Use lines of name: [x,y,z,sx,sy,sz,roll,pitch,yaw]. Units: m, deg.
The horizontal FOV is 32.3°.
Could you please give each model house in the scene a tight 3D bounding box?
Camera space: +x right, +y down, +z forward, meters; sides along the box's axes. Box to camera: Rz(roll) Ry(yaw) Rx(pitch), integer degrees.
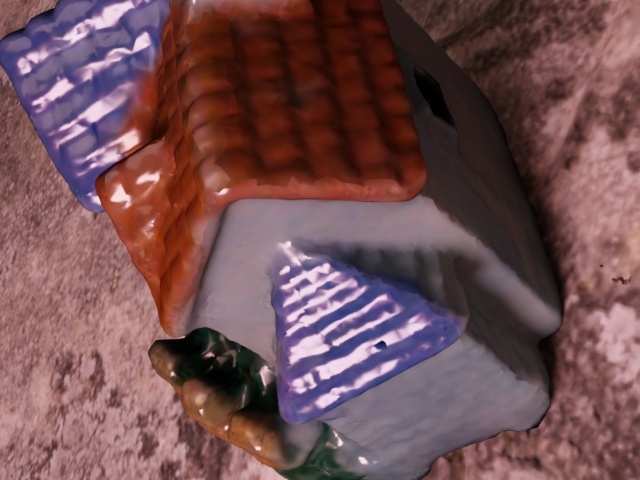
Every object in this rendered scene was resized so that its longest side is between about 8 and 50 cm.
model house: [-0.047,-0.049,0.605,0.252,0.329,0.294,-24,53,15]
